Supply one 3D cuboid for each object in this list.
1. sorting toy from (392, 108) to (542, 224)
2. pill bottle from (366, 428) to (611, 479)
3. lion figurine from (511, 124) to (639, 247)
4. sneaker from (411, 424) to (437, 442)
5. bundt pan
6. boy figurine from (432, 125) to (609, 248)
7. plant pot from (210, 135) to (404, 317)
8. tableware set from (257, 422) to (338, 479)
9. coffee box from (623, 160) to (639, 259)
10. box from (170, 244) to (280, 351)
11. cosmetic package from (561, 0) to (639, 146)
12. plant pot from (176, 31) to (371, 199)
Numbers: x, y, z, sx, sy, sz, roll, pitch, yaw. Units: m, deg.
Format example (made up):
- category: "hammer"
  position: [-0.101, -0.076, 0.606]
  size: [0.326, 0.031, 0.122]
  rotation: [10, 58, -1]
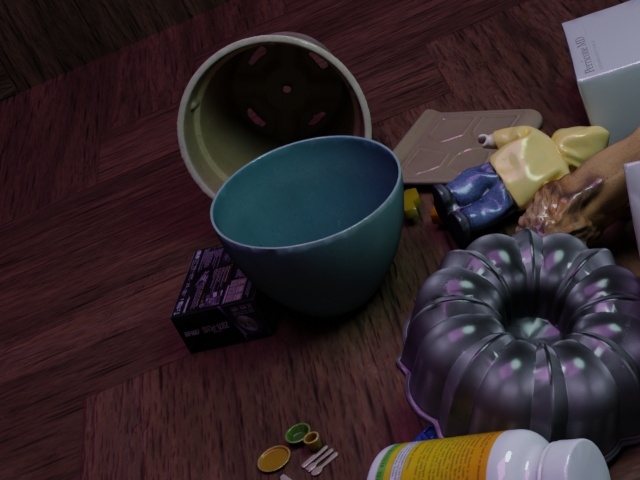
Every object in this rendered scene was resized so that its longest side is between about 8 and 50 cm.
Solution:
- category: "sorting toy"
  position: [0.217, -0.125, 2.060]
  size: [0.229, 0.041, 0.307]
  rotation: [6, 42, 35]
- category: "pill bottle"
  position: [0.182, 0.277, 1.321]
  size: [0.245, 0.136, 0.136]
  rotation: [-15, 30, 37]
- category: "lion figurine"
  position: [0.415, -0.093, 1.647]
  size: [0.392, 0.142, 0.240]
  rotation: [-52, -14, 30]
- category: "sneaker"
  position: [0.164, 0.224, 1.511]
  size: [0.209, 0.082, 0.069]
  rotation: [-34, 33, -12]
- category: "bundt pan"
  position: [0.257, 0.111, 1.459]
  size: [0.330, 0.124, 0.331]
  rotation: [-1, 47, 1]
- category: "boy figurine"
  position: [0.312, -0.106, 1.884]
  size: [0.285, 0.092, 0.177]
  rotation: [-29, 62, -9]
- category: "plant pot"
  position: [0.000, 0.000, 1.848]
  size: [0.290, 0.195, 0.290]
  rotation: [-12, 34, 8]
- category: "tableware set"
  position: [-0.059, 0.301, 1.609]
  size: [0.154, 0.024, 0.104]
  rotation: [-38, 32, -19]
- category: "coffee box"
  position: [0.452, 0.048, 1.358]
  size: [0.168, 0.297, 0.119]
  rotation: [-10, -7, 22]
- category: "box"
  position: [-0.142, 0.081, 1.956]
  size: [0.147, 0.078, 0.180]
  rotation: [-14, 32, 18]
- category: "cosmetic package"
  position: [0.595, -0.300, 1.934]
  size: [0.384, 0.156, 0.217]
  rotation: [-17, 33, 12]
- category: "plant pot"
  position: [-0.069, -0.239, 2.210]
  size: [0.333, 0.334, 0.305]
  rotation: [-19, 19, 11]
